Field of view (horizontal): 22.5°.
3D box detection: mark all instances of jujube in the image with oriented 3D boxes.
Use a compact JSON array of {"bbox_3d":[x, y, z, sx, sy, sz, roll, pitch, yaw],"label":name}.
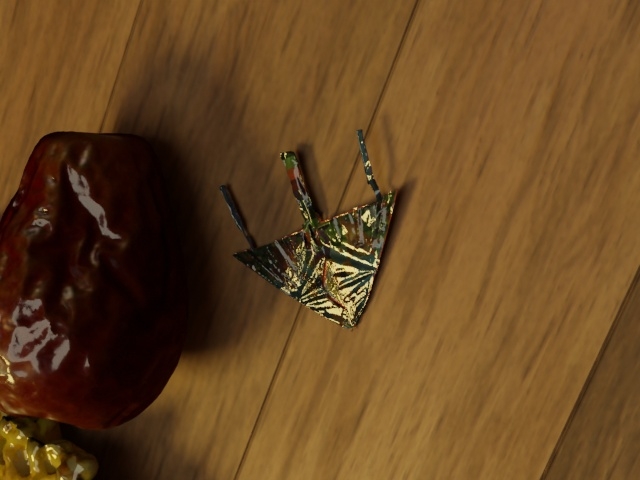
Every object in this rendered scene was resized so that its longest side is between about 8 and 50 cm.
[{"bbox_3d":[-0.203,0.032,1.368,0.190,0.190,0.255,6,91,31],"label":"jujube"}]

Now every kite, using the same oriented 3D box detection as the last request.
[{"bbox_3d":[0.000,0.000,1.331,0.183,0.010,0.160,-20,91,36],"label":"kite"}]

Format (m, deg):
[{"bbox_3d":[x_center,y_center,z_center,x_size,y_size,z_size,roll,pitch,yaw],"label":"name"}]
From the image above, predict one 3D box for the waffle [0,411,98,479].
[{"bbox_3d":[-0.279,0.314,1.502,0.329,0.062,0.329,1,92,45],"label":"waffle"}]
